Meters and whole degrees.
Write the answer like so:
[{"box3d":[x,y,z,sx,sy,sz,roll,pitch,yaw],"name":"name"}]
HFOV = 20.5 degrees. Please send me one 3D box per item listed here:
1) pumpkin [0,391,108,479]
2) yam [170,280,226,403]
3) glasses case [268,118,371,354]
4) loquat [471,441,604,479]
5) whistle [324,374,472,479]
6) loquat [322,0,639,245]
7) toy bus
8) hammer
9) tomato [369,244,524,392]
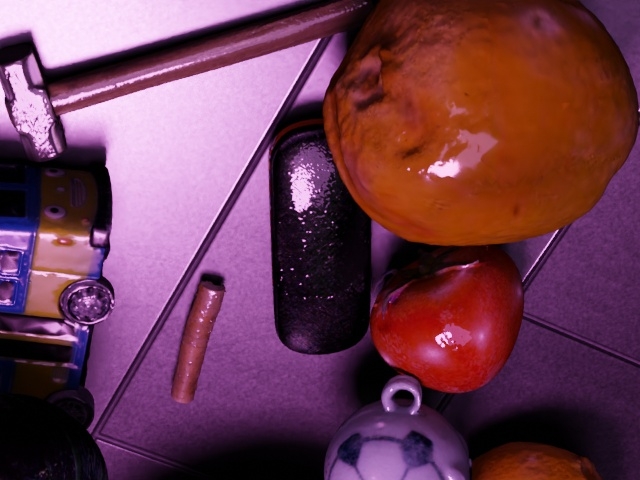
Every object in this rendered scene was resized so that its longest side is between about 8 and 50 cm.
[{"box3d":[-0.335,0.253,1.674,0.248,0.248,0.248,-3,121,-6],"name":"pumpkin"},{"box3d":[-0.131,0.106,1.865,0.032,0.032,0.145,10,118,-13],"name":"yam"},{"box3d":[0.000,0.000,1.798,0.103,0.067,0.267,-3,121,-5],"name":"glasses case"},{"box3d":[0.223,0.323,1.959,0.187,0.176,0.234,41,116,10],"name":"loquat"},{"box3d":[0.079,0.271,1.832,0.163,0.163,0.290,0,112,-7],"name":"whistle"},{"box3d":[0.151,-0.117,1.641,0.284,0.276,0.276,27,114,-27],"name":"loquat"},{"box3d":[-0.301,0.066,1.756,0.175,0.138,0.288,7,120,-13],"name":"toy bus"},{"box3d":[-0.125,-0.177,1.697,0.365,0.043,0.111,-16,120,0],"name":"hammer"},{"box3d":[0.133,0.084,1.815,0.167,0.167,0.167,-3,121,-6],"name":"tomato"}]
